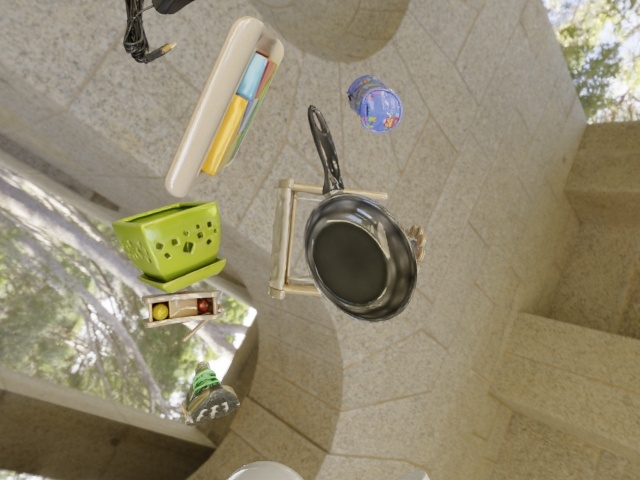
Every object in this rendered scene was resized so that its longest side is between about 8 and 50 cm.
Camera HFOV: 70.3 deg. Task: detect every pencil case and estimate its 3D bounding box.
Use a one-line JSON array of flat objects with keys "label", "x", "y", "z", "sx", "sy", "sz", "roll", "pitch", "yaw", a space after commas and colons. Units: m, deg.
[{"label": "pencil case", "x": 0.147, "y": -0.402, "z": 1.318, "sx": 0.133, "sy": 0.119, "sz": 0.306, "roll": -4, "pitch": -153, "yaw": -2}]

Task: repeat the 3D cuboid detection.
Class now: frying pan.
[{"label": "frying pan", "x": 0.018, "y": -0.027, "z": 0.659, "sx": 0.197, "sy": 0.326, "sz": 0.053, "roll": -38, "pitch": -179, "yaw": -38}]

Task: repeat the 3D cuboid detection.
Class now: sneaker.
[{"label": "sneaker", "x": -0.360, "y": 0.460, "z": 1.399, "sx": 0.182, "sy": 0.158, "sz": 0.410, "roll": 70, "pitch": -26, "yaw": 18}]

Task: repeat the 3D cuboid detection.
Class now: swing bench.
[{"label": "swing bench", "x": 0.000, "y": 0.000, "z": 1.056, "sx": 0.165, "sy": 0.255, "sz": 0.253, "roll": -169, "pitch": -96, "yaw": -68}]

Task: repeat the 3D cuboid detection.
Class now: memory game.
[{"label": "memory game", "x": 0.230, "y": 0.045, "z": 1.216, "sx": 0.186, "sy": 0.012, "sz": 0.186, "roll": -161, "pitch": -90, "yaw": -77}]

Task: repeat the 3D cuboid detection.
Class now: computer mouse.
[{"label": "computer mouse", "x": -0.252, "y": -0.416, "z": 0.774, "sx": 0.262, "sy": 0.060, "sz": 0.184, "roll": -12, "pitch": -106, "yaw": 24}]

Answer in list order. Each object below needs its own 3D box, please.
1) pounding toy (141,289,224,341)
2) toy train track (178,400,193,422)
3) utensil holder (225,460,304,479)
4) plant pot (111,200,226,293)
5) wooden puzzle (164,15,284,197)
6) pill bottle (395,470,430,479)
[{"label": "pounding toy", "x": -0.364, "y": 0.219, "z": 1.275, "sx": 0.154, "sy": 0.269, "sz": 0.154, "roll": -4, "pitch": -91, "yaw": 44}, {"label": "toy train track", "x": -0.335, "y": 0.431, "z": 1.125, "sx": 0.014, "sy": 0.083, "sz": 0.048, "roll": -19, "pitch": -134, "yaw": -9}, {"label": "utensil holder", "x": -0.204, "y": 0.796, "z": 1.204, "sx": 0.328, "sy": 0.385, "sz": 0.327, "roll": -3, "pitch": -106, "yaw": 11}, {"label": "plant pot", "x": -0.411, "y": 0.016, "z": 1.271, "sx": 0.228, "sy": 0.207, "sz": 0.227, "roll": -25, "pitch": -161, "yaw": -38}, {"label": "wooden puzzle", "x": -0.111, "y": -0.172, "z": 0.609, "sx": 0.221, "sy": 0.044, "sz": 0.238, "roll": -60, "pitch": -174, "yaw": 17}, {"label": "pill bottle", "x": 0.190, "y": 0.506, "z": 0.756, "sx": 0.118, "sy": 0.117, "sz": 0.208, "roll": -33, "pitch": -104, "yaw": 22}]
